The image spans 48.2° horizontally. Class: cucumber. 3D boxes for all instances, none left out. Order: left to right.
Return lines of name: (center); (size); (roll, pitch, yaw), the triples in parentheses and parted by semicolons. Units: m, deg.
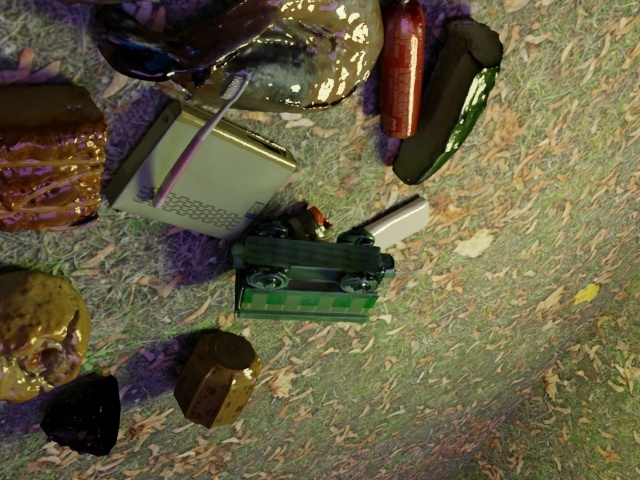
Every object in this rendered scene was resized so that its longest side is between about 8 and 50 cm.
cucumber: (0.230, -0.223, 1.285); (0.105, 0.145, 0.325); (-6, 141, -27)

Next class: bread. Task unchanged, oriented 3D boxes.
bread: (-0.416, -0.089, 0.888); (0.275, 0.114, 0.184); (-9, 137, -31)
bread: (-0.473, 0.161, 1.119); (0.245, 0.134, 0.244); (-26, 144, -20)

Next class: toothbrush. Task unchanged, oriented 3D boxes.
toothbrush: (-0.175, -0.130, 0.985); (0.025, 0.020, 0.286); (3, 145, -38)

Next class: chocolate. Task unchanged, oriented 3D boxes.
chocolate: (-0.467, 0.342, 1.373); (0.133, 0.156, 0.156); (0, 139, -2)

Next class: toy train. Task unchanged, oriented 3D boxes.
toy train: (-0.021, 0.062, 1.304); (0.301, 0.120, 0.202); (3, 148, -10)

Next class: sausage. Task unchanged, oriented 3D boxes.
sausage: (0.133, -0.286, 1.166); (0.074, 0.074, 0.274); (-26, 145, -15)

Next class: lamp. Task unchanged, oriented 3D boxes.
lamp: (-0.213, 0.288, 1.487); (0.161, 0.161, 0.185); (-5, 134, -38)

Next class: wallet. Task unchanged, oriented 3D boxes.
wallet: (0.151, -0.024, 1.536); (0.190, 0.033, 0.095); (-30, 144, -11)

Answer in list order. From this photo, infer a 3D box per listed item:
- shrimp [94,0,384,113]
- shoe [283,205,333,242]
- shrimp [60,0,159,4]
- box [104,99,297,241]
shrimp: (-0.082, -0.270, 0.980); (0.446, 0.110, 0.221); (-13, 134, -36)
shoe: (0.001, 0.001, 1.402); (0.077, 0.074, 0.194); (-42, 144, 0)
shrimp: (-0.226, -0.335, 0.799); (0.289, 0.075, 0.178); (-13, 148, -32)
box: (-0.185, -0.097, 1.139); (0.211, 0.045, 0.270); (-49, 145, 19)
